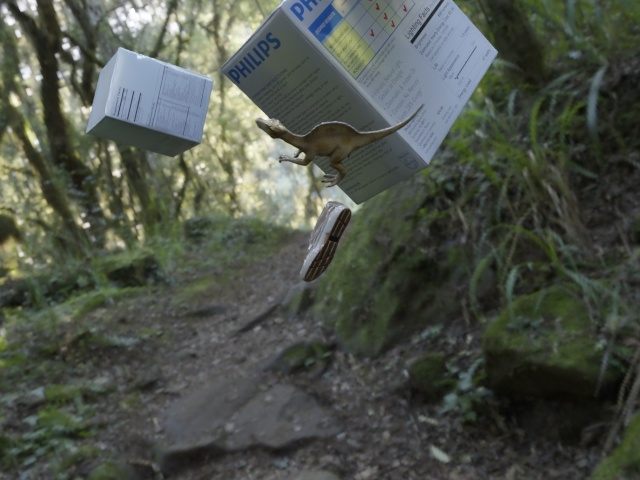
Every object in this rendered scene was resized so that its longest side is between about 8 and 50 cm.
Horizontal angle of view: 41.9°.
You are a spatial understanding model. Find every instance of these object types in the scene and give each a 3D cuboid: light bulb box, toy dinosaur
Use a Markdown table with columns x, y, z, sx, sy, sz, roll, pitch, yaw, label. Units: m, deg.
| x | y | z | sx | sy | sz | roll | pitch | yaw | label |
| --- | --- | --- | --- | --- | --- | --- | --- | --- | --- |
| 0.080 | -0.330 | 1.532 | 0.225 | 0.361 | 0.358 | -28 | 22 | 52 | light bulb box |
| 0.021 | -0.104 | 0.913 | 0.183 | 0.053 | 0.093 | -4 | -27 | -10 | toy dinosaur |

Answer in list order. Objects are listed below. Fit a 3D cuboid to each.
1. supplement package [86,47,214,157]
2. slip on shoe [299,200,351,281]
| x | y | z | sx | sy | sz | roll | pitch | yaw | label |
| --- | --- | --- | --- | --- | --- | --- | --- | --- | --- |
| -0.362 | -0.284 | 1.768 | 0.203 | 0.149 | 0.194 | 14 | -10 | -25 | supplement package |
| 0.000 | 0.000 | 1.320 | 0.051 | 0.041 | 0.135 | 17 | -78 | -55 | slip on shoe |
